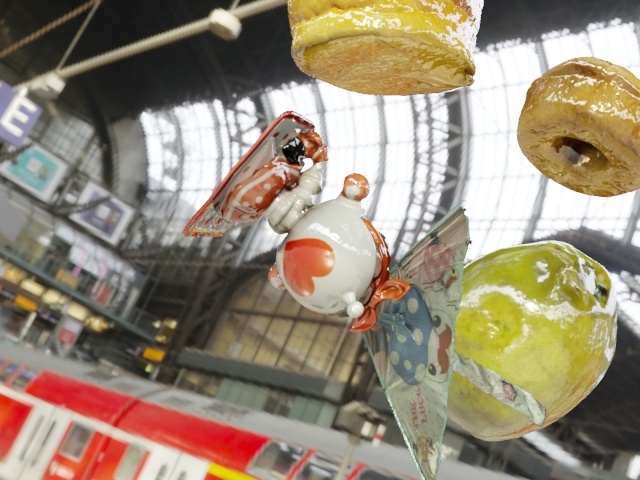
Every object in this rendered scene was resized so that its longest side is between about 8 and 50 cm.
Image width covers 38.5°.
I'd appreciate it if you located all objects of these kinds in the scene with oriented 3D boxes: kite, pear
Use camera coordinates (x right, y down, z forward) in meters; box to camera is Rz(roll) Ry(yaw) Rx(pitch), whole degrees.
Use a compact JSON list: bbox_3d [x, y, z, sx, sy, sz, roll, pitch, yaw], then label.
[{"bbox_3d":[0.127,0.118,0.994,0.011,0.335,0.314,-4,16,-34],"label":"kite"},{"bbox_3d":[0.365,0.184,1.722,0.352,0.413,0.352,28,20,-12],"label":"pear"}]

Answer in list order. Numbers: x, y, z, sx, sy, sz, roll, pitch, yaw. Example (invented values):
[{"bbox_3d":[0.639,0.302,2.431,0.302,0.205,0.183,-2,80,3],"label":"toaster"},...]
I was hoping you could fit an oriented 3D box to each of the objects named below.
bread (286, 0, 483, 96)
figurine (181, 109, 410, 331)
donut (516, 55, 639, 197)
[{"bbox_3d":[0.072,-0.249,1.021,0.195,0.143,0.269,-5,-8,36],"label":"bread"},{"bbox_3d":[0.000,0.000,1.032,0.226,0.183,0.160,43,9,10],"label":"figurine"},{"bbox_3d":[0.395,-0.158,1.325,0.226,0.114,0.226,26,-21,11],"label":"donut"}]
